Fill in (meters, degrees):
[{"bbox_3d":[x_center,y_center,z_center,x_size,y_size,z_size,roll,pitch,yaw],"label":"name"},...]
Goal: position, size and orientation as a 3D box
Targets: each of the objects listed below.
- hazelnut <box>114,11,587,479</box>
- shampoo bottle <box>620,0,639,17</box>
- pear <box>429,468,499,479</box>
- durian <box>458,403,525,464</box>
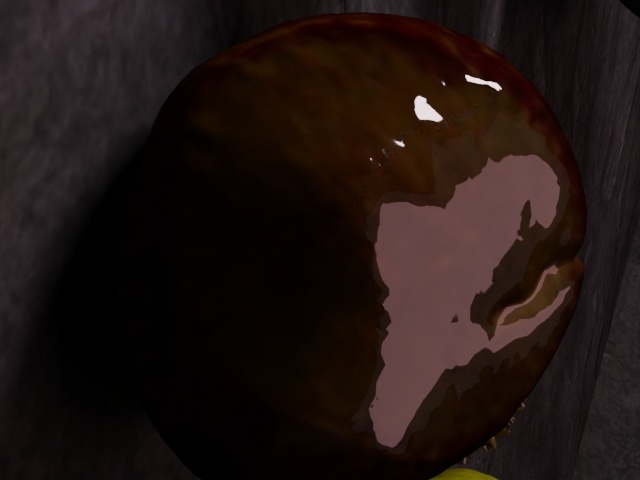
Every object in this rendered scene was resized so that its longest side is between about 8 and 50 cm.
[{"bbox_3d":[0.000,0.000,0.530,0.234,0.218,0.218,-50,151,-15],"label":"hazelnut"},{"bbox_3d":[0.405,-0.375,1.135,0.343,0.331,0.331,-3,104,-69],"label":"shampoo bottle"},{"bbox_3d":[0.056,0.294,0.708,0.294,0.294,0.294,12,90,-69],"label":"pear"},{"bbox_3d":[0.102,0.059,0.893,0.183,0.138,0.249,-50,141,-36],"label":"durian"}]
